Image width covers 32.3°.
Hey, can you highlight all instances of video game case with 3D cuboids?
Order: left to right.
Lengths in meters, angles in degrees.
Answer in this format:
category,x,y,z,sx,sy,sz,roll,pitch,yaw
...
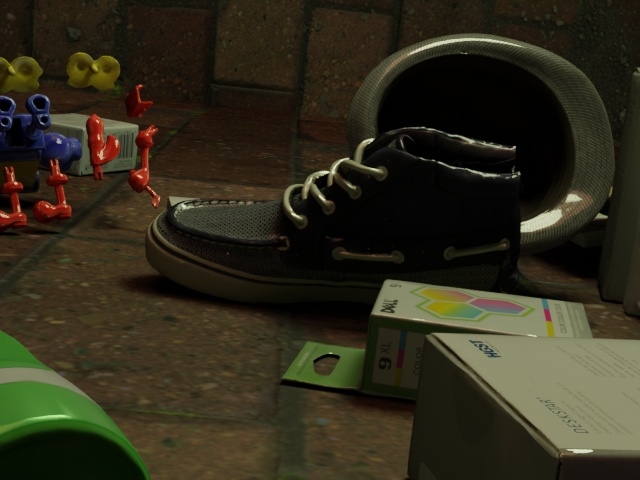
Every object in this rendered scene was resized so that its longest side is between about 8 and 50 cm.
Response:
category,x,y,z,sx,sy,sz,roll,pitch,yaw
video game case,0.419,-0.027,1.487,0.201,0.023,0.183,-8,10,-5

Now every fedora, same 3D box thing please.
category,x,y,z,sx,sy,sz,roll,pitch,yaw
fedora,0.151,-0.085,1.149,0.276,0.243,0.124,-5,-15,-15

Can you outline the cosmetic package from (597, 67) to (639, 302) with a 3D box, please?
category,x,y,z,sx,sy,sz,roll,pitch,yaw
cosmetic package,0.369,-0.050,1.145,0.127,0.237,0.107,10,14,8

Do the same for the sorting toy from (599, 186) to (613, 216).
category,x,y,z,sx,sy,sz,roll,pitch,yaw
sorting toy,0.352,-0.056,1.387,0.229,0.041,0.307,12,11,-20

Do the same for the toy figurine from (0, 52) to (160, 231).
category,x,y,z,sx,sy,sz,roll,pitch,yaw
toy figurine,-0.384,-0.074,1.246,0.363,0.191,0.217,-9,-13,-31

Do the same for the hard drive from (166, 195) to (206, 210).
category,x,y,z,sx,sy,sz,roll,pitch,yaw
hard drive,0.000,0.000,1.184,0.319,0.040,0.210,4,11,-12

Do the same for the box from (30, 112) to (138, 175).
category,x,y,z,sx,sy,sz,roll,pitch,yaw
box,-0.364,-0.144,1.643,0.137,0.072,0.126,13,13,28

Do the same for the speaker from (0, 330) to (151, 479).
category,x,y,z,sx,sy,sz,roll,pitch,yaw
speaker,-0.200,0.078,0.453,0.297,0.131,0.131,16,14,41

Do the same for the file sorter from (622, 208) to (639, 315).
category,x,y,z,sx,sy,sz,roll,pitch,yaw
file sorter,0.408,-0.036,0.986,0.193,0.277,0.173,6,13,0

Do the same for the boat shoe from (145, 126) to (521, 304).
category,x,y,z,sx,sy,sz,roll,pitch,yaw
boat shoe,0.017,-0.032,0.980,0.341,0.158,0.127,6,32,-2

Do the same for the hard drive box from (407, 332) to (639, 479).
category,x,y,z,sx,sy,sz,roll,pitch,yaw
hard drive box,0.183,0.116,0.565,0.232,0.089,0.181,4,11,-13

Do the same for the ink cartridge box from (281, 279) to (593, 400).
category,x,y,z,sx,sy,sz,roll,pitch,yaw
ink cartridge box,0.086,0.073,0.798,0.209,0.062,0.109,7,12,8
